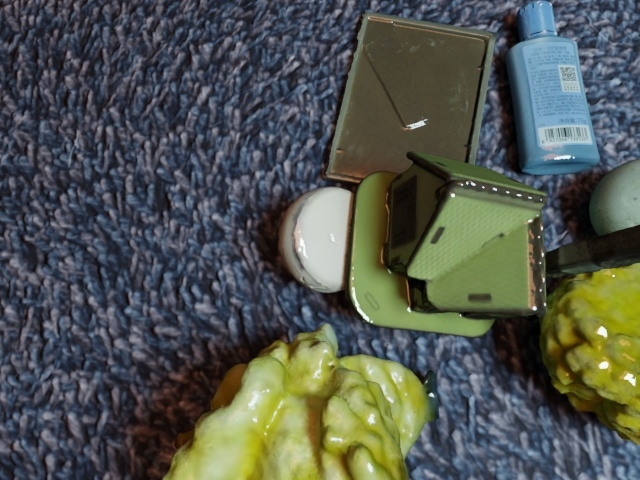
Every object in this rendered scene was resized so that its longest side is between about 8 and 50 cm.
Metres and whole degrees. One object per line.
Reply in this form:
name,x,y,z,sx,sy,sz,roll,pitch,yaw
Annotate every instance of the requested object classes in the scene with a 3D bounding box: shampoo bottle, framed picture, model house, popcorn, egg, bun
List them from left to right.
popcorn,-0.015,0.222,0.472,0.237,0.293,0.292,-2,75,20
bun,0.000,0.000,0.606,0.138,0.094,0.138,2,86,-32
framed picture,0.138,-0.204,0.689,0.214,0.016,0.288,12,77,5
model house,0.174,-0.006,0.479,0.219,0.279,0.204,8,77,-16
shampoo bottle,0.327,-0.224,0.664,0.104,0.061,0.258,-2,76,2
popcorn,0.359,0.120,0.516,0.218,0.169,0.189,42,79,-5
egg,0.430,-0.036,0.579,0.165,0.131,0.131,14,77,2
